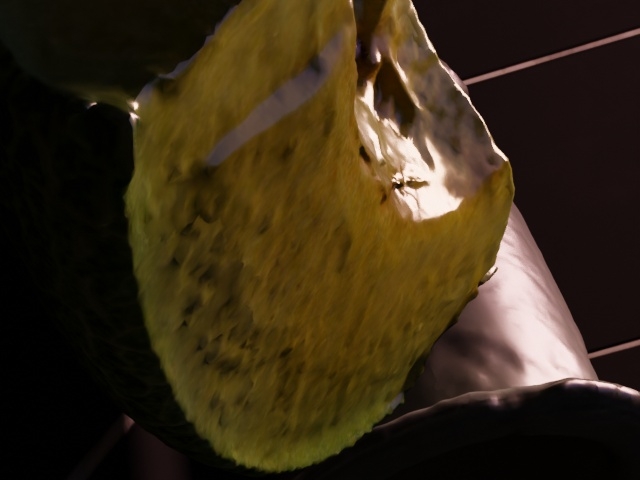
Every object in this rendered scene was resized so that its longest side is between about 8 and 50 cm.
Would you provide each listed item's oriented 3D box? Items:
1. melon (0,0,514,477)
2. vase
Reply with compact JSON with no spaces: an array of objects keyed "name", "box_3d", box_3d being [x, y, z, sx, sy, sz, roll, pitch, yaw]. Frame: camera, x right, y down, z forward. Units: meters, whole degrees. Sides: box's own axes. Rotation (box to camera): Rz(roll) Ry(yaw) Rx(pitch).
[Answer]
[{"name":"melon","box_3d":[-0.029,-0.052,0.720,0.343,0.226,0.331,83,-11,-48]},{"name":"vase","box_3d":[0.042,0.047,1.032,0.245,0.245,0.291,65,5,-52]}]
